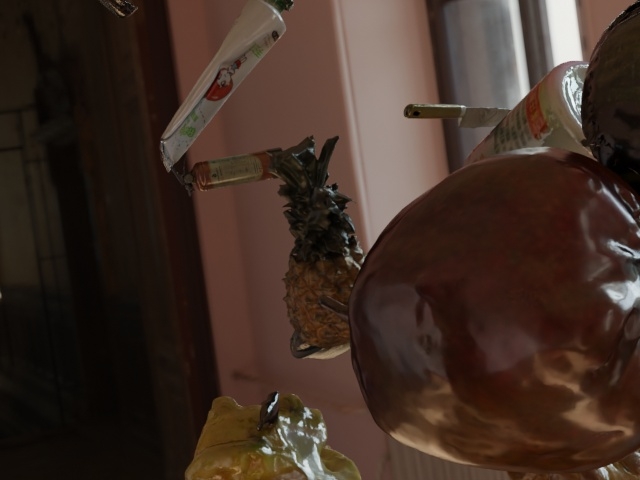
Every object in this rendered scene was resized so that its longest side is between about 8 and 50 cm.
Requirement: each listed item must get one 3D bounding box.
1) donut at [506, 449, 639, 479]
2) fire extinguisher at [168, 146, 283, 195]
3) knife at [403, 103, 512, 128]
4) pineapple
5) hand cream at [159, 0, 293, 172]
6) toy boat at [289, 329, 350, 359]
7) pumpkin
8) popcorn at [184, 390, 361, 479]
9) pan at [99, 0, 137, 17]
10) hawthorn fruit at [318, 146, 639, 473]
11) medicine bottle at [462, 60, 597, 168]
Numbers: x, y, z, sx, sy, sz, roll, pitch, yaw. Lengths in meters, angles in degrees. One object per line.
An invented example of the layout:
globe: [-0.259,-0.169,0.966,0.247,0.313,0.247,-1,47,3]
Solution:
donut: [0.362,0.287,1.628,0.226,0.226,0.114,-9,-36,-28]
fire extinguisher: [-0.145,-0.111,1.796,0.177,0.062,0.050,-10,4,-11]
knife: [0.252,-0.215,2.001,0.298,0.047,0.017,-5,33,-39]
pineapple: [-0.001,0.000,1.393,0.128,0.248,0.128,-12,16,3]
hand cream: [-0.156,-0.259,1.833,0.076,0.336,0.121,32,-10,11]
toy boat: [0.003,0.127,1.734,0.103,0.093,0.246,21,-23,-16]
pumpkin: [0.394,-0.108,1.189,0.192,0.320,0.320,-12,0,35]
popcorn: [-0.081,0.389,1.765,0.297,0.316,0.281,14,-36,-37]
pan: [-0.338,-0.394,1.637,0.040,0.212,0.115,-40,-20,0]
hawthorn fruit: [0.172,0.074,1.067,0.325,0.308,0.308,-34,-3,13]
medicine bottle: [0.365,-0.107,1.956,0.219,0.219,0.388,-10,-26,-36]
